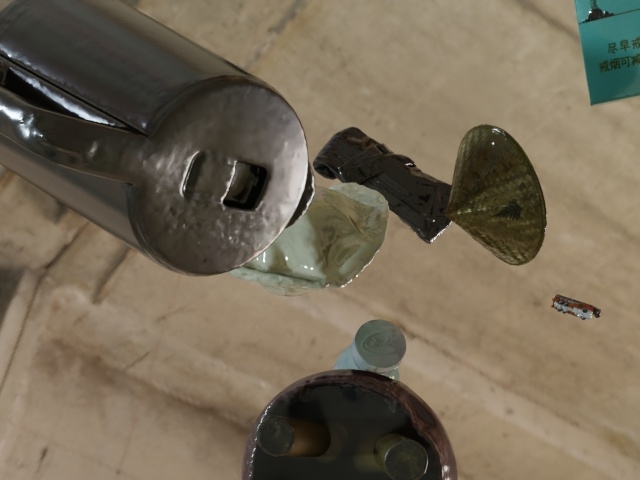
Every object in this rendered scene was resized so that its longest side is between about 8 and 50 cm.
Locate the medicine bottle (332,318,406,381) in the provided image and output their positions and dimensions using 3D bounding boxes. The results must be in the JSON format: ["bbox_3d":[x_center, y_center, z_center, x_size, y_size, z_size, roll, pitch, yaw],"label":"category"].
[{"bbox_3d":[0.061,0.180,1.553,0.090,0.216,0.090,4,-119,-7],"label":"medicine bottle"}]

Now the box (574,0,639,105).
[{"bbox_3d":[0.327,-0.259,1.146,0.041,0.162,0.229,-13,-87,-53],"label":"box"}]

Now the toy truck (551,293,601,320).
[{"bbox_3d":[0.439,0.116,2.010,0.083,0.024,0.032,19,-142,25],"label":"toy truck"}]

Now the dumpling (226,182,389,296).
[{"bbox_3d":[0.000,0.000,1.532,0.252,0.179,0.131,-31,-58,-36],"label":"dumpling"}]

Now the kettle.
[{"bbox_3d":[-0.182,-0.119,1.042,0.308,0.203,0.262,31,166,46],"label":"kettle"}]

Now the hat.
[{"bbox_3d":[0.148,-0.035,1.138,0.067,0.146,0.146,-19,-110,-22],"label":"hat"}]

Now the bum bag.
[{"bbox_3d":[0.111,-0.095,1.926,0.248,0.060,0.123,38,-125,8],"label":"bum bag"}]

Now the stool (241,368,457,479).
[{"bbox_3d":[0.024,0.298,1.384,0.272,0.272,0.178,50,-170,3],"label":"stool"}]
